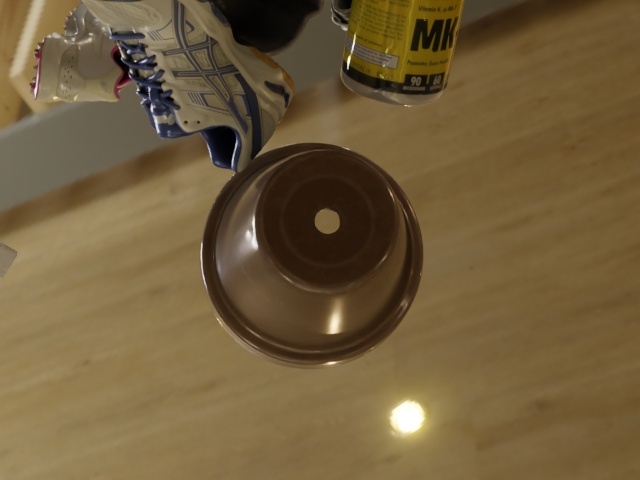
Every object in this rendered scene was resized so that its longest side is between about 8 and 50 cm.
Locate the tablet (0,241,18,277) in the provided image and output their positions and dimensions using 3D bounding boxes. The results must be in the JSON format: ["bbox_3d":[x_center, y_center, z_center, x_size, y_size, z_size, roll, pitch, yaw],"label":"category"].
[{"bbox_3d":[-0.519,0.018,1.867,0.054,0.083,0.006,-53,-163,17],"label":"tablet"}]

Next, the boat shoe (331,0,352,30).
[{"bbox_3d":[0.063,-0.342,1.691,0.119,0.335,0.121,-33,-149,-33],"label":"boat shoe"}]

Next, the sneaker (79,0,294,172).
[{"bbox_3d":[-0.147,-0.175,1.244,0.112,0.296,0.131,12,-107,48],"label":"sneaker"}]

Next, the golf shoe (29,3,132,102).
[{"bbox_3d":[-0.328,-0.270,1.786,0.140,0.115,0.306,11,-152,0],"label":"golf shoe"}]

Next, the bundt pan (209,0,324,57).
[{"bbox_3d":[-0.126,-0.373,1.433,0.331,0.331,0.124,-46,-133,-15],"label":"bundt pan"}]

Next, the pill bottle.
[{"bbox_3d":[0.093,-0.257,1.258,0.119,0.208,0.119,7,-152,-4],"label":"pill bottle"}]

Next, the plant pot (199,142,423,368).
[{"bbox_3d":[0.000,0.000,1.308,0.263,0.263,0.229,-44,176,-13],"label":"plant pot"}]
